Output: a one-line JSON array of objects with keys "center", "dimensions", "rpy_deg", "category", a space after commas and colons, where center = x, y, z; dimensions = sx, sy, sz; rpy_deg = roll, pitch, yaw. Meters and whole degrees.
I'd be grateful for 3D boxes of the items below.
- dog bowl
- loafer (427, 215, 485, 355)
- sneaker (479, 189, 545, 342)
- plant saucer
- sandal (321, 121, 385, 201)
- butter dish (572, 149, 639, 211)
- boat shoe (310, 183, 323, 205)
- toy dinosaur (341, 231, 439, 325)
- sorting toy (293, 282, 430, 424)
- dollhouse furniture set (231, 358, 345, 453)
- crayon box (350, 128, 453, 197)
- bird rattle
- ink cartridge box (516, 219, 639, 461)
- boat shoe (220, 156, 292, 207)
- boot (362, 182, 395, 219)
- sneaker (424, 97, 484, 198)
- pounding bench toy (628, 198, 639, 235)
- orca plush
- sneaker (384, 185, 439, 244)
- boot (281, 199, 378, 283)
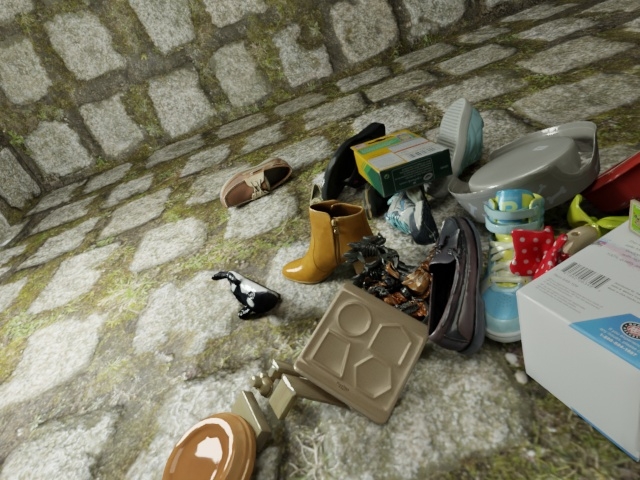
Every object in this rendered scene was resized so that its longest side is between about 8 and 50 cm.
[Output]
[{"center": [0.498, -0.161, 1.058], "dimensions": [0.348, 0.102, 0.349], "rpy_deg": [-28, 14, 8], "category": "dog bowl"}, {"center": [0.257, 0.069, 0.854], "dimensions": [0.095, 0.109, 0.303], "rpy_deg": [14, 56, -11], "category": "loafer"}, {"center": [0.365, 0.024, 0.844], "dimensions": [0.126, 0.208, 0.319], "rpy_deg": [1, 39, 31], "category": "sneaker"}, {"center": [-0.205, 0.396, 0.760], "dimensions": [0.199, 0.037, 0.200], "rpy_deg": [-24, 36, 19], "category": "plant saucer"}, {"center": [0.144, -0.285, 1.510], "dimensions": [0.106, 0.168, 0.446], "rpy_deg": [20, 49, 25], "category": "sandal"}, {"center": [0.683, -0.114, 0.956], "dimensions": [0.160, 0.118, 0.160], "rpy_deg": [-32, -11, -8], "category": "butter dish"}, {"center": [-0.012, -0.143, 1.484], "dimensions": [0.056, 0.048, 0.153], "rpy_deg": [-14, 32, 14], "category": "boat shoe"}, {"center": [0.171, 0.100, 0.952], "dimensions": [0.321, 0.165, 0.218], "rpy_deg": [-25, 46, -37], "category": "toy dinosaur"}, {"center": [0.081, 0.205, 0.815], "dimensions": [0.192, 0.038, 0.208], "rpy_deg": [28, 65, 15], "category": "sorting toy"}, {"center": [-0.066, 0.322, 0.834], "dimensions": [0.151, 0.123, 0.144], "rpy_deg": [-60, 34, 5], "category": "dollhouse furniture set"}, {"center": [0.229, -0.241, 1.294], "dimensions": [0.202, 0.083, 0.323], "rpy_deg": [-19, 26, -2], "category": "crayon box"}, {"center": [0.454, 0.042, 0.759], "dimensions": [0.253, 0.207, 0.143], "rpy_deg": [-35, 28, -23], "category": "bird rattle"}, {"center": [0.472, 0.123, 0.634], "dimensions": [0.269, 0.197, 0.198], "rpy_deg": [-28, 31, -11], "category": "ink cartridge box"}, {"center": [-0.249, -0.230, 1.702], "dimensions": [0.324, 0.123, 0.116], "rpy_deg": [-39, 37, -23], "category": "boat shoe"}, {"center": [0.203, -0.135, 1.317], "dimensions": [0.136, 0.077, 0.198], "rpy_deg": [-7, 33, 15], "category": "boot"}, {"center": [0.435, -0.266, 1.325], "dimensions": [0.135, 0.150, 0.366], "rpy_deg": [-22, 41, 63], "category": "sneaker"}, {"center": [0.500, -0.029, 0.612], "dimensions": [0.065, 0.052, 0.083], "rpy_deg": [-18, 30, 3], "category": "pounding bench toy"}, {"center": [-0.209, 0.147, 1.122], "dimensions": [0.287, 0.151, 0.102], "rpy_deg": [18, 80, 43], "category": "orca plush"}, {"center": [0.240, -0.056, 1.168], "dimensions": [0.122, 0.110, 0.283], "rpy_deg": [-25, 22, 18], "category": "sneaker"}, {"center": [0.000, 0.001, 1.103], "dimensions": [0.294, 0.211, 0.104], "rpy_deg": [-5, 35, 27], "category": "boot"}]
